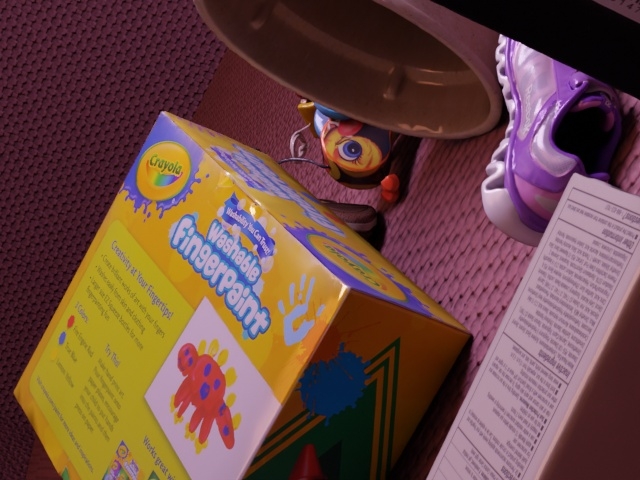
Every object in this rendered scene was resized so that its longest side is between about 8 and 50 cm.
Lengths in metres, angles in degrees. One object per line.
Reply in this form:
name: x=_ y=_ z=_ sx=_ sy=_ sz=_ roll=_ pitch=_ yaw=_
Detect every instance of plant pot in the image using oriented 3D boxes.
plant pot: x=0.082 y=-0.316 z=1.463 sx=0.305 sy=0.334 sz=0.334 roll=-66 pitch=13 yaw=-14

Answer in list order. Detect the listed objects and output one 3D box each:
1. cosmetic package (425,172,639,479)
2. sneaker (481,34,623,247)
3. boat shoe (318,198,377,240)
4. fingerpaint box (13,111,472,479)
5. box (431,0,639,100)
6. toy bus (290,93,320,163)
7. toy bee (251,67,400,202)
cosmetic package: x=0.160 y=0.126 z=0.877 sx=0.309 sy=0.113 sz=0.160 roll=-66 pitch=13 yaw=7
sneaker: x=0.202 y=-0.112 z=1.172 sx=0.104 sy=0.095 sz=0.236 roll=-37 pitch=37 yaw=52
boat shoe: x=0.008 y=0.000 z=1.748 sx=0.257 sy=0.095 sz=0.095 roll=-162 pitch=74 yaw=-77
fingerpaint box: x=-0.101 y=0.128 z=1.436 sx=0.371 sy=0.163 sz=0.445 roll=-61 pitch=36 yaw=10
box: x=0.216 y=-0.254 z=0.892 sx=0.183 sy=0.296 sz=0.294 roll=-53 pitch=19 yaw=45
toy bus: x=0.039 y=-0.216 z=1.916 sx=0.191 sy=0.104 sz=0.202 roll=-32 pitch=-60 yaw=-61
toy bee: x=0.053 y=-0.123 z=1.686 sx=0.298 sy=0.162 sz=0.195 roll=-53 pitch=-17 yaw=4
